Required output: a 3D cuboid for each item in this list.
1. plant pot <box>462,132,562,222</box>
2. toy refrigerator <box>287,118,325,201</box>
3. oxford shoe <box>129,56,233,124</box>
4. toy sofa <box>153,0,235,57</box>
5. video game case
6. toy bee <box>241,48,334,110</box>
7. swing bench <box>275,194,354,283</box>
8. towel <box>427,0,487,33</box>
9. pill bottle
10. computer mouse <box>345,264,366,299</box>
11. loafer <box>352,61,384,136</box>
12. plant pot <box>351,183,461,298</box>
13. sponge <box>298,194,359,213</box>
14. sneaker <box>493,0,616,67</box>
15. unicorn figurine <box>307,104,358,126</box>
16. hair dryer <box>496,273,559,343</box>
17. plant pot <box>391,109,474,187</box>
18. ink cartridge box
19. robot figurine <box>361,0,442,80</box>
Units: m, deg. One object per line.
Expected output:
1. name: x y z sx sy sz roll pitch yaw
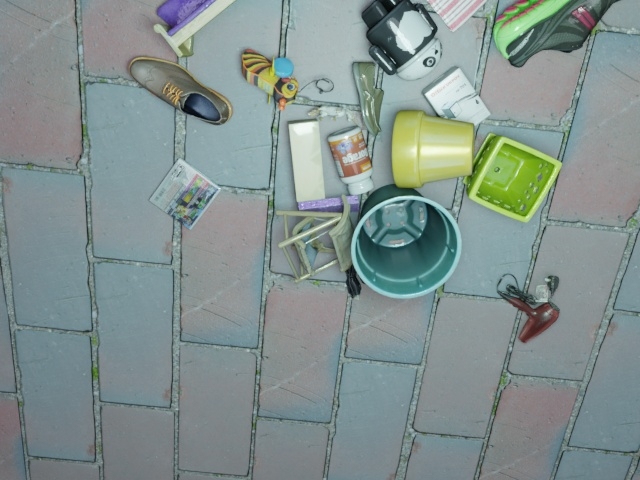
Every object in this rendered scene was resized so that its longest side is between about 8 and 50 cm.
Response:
1. plant pot: 0.622 -0.224 1.799 0.228 0.207 0.227 22 110 -7
2. toy refrigerator: -0.048 -0.278 1.855 0.102 0.094 0.269 -7 111 -3
3. oxford shoe: -0.463 -0.494 1.758 0.364 0.132 0.129 25 109 -8
4. toy sofa: -0.346 -0.744 1.655 0.363 0.150 0.177 -33 107 13
5. video game case: -0.488 -0.167 1.940 0.183 0.023 0.201 37 106 -12
6. toy bee: -0.131 -0.505 1.717 0.299 0.162 0.195 11 150 19
7. swing bench: 0.000 0.000 1.857 0.255 0.165 0.253 -11 145 6
8. towel: 0.414 -0.780 1.694 0.144 0.029 0.197 -41 107 14
9. pill bottle: 0.111 -0.272 1.837 0.121 0.121 0.216 -18 109 7
10. computer mouse: 0.223 0.122 2.007 0.273 0.072 0.188 -11 109 5
11. loafer: 0.171 -0.471 1.776 0.088 0.094 0.251 -12 110 10
12. plant pot: 0.269 -0.032 1.810 0.342 0.334 0.340 0 111 1
13. sponge: 0.032 -0.120 1.899 0.210 0.117 0.031 -7 78 3
14. sneaker: 0.778 -0.700 1.661 0.483 0.185 0.202 -23 126 13
15. unicorn figurine: 0.048 -0.427 1.800 0.162 0.111 0.060 24 120 8
16. hair dryer: 0.799 0.259 2.062 0.224 0.080 0.293 -1 106 18
17. plant pot: 0.369 -0.294 1.724 0.239 0.254 0.253 2 111 18
18. ink cartridge box: 0.449 -0.458 1.783 0.140 0.082 0.190 -36 108 15
19. robot figurine: 0.256 -0.633 1.671 0.209 0.173 0.278 -37 105 21
